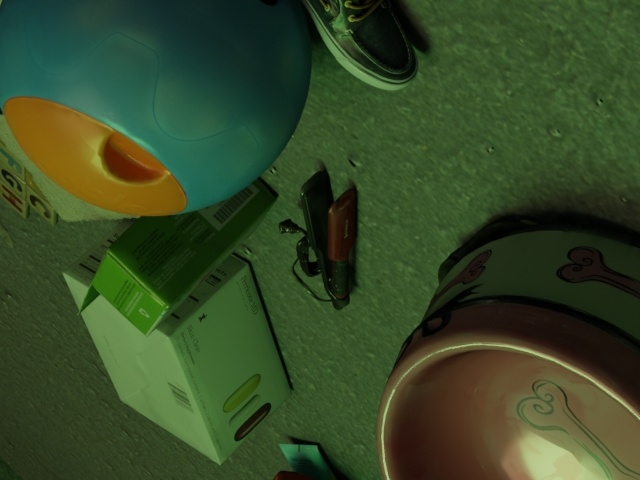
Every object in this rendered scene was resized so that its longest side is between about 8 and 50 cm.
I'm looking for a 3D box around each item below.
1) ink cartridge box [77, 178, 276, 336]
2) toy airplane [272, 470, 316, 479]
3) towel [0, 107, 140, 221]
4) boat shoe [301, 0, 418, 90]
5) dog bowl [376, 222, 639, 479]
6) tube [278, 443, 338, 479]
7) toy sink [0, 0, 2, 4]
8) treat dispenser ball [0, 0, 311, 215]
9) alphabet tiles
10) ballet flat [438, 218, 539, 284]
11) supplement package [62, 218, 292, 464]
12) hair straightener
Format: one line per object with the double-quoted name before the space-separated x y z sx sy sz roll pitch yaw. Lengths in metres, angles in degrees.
"ink cartridge box" -0.172 0.020 1.908 0.097 0.189 0.255 43 156 2
"toy airplane" 0.070 0.512 2.162 0.386 0.272 0.384 15 117 57
"towel" -0.310 -0.103 2.085 0.282 0.049 0.187 -4 125 55
"boat shoe" 0.028 -0.211 1.409 0.183 0.065 0.083 49 156 -5
"dog bowl" 0.227 0.197 1.473 0.408 0.150 0.407 20 128 29
"tube" 0.015 0.368 2.299 0.080 0.052 0.207 -10 118 44
"toy sink" -0.319 -0.326 1.638 0.131 0.152 0.234 10 139 27
"treat dispenser ball" -0.152 -0.165 1.490 0.288 0.288 0.288 35 152 22
"alphabet tiles" -0.496 -0.168 2.323 0.342 0.011 0.285 41 154 11
"ballet flat" 0.170 0.015 1.567 0.173 0.049 0.057 -29 71 60
"supplement package" -0.179 0.122 2.114 0.204 0.145 0.261 27 149 35
"hair straightener" 0.000 0.000 1.798 0.089 0.047 0.230 34 156 24
